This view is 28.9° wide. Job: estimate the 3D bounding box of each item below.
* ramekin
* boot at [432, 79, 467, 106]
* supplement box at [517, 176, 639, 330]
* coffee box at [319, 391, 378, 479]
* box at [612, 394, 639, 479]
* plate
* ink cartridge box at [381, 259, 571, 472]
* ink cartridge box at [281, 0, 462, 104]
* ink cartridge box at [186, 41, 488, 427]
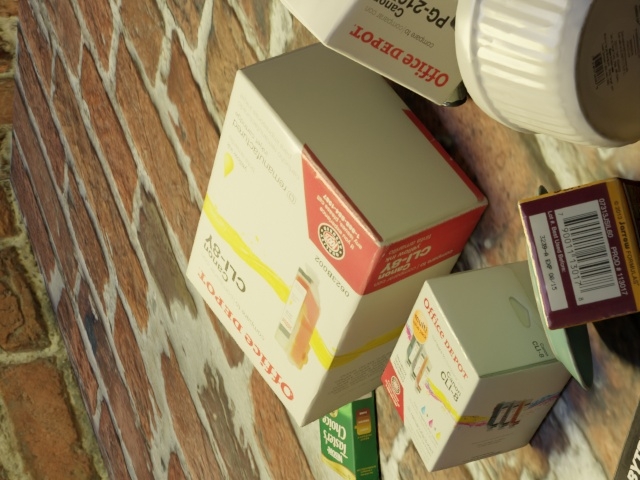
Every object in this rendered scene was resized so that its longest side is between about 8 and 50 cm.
[{"bbox_3d":[0.216,-0.168,0.956,0.109,0.207,0.207,34,130,46],"label":"ramekin"},{"bbox_3d":[0.142,-0.206,1.277,0.246,0.083,0.161,49,154,49],"label":"boot"},{"bbox_3d":[0.227,0.008,1.013,0.188,0.080,0.104,-3,-99,-70],"label":"supplement box"},{"bbox_3d":[0.034,0.234,1.705,0.113,0.040,0.184,24,121,62],"label":"coffee box"},{"bbox_3d":[0.354,0.209,0.955,0.293,0.073,0.296,52,143,45],"label":"box"},{"bbox_3d":[0.211,0.044,1.116,0.188,0.024,0.188,-15,-90,-73],"label":"plate"},{"bbox_3d":[0.162,0.128,1.275,0.128,0.127,0.176,63,150,34],"label":"ink cartridge box"},{"bbox_3d":[0.103,-0.256,1.079,0.237,0.172,0.100,-52,47,18],"label":"ink cartridge box"},{"bbox_3d":[0.000,0.000,1.481,0.279,0.160,0.385,51,146,23],"label":"ink cartridge box"}]
